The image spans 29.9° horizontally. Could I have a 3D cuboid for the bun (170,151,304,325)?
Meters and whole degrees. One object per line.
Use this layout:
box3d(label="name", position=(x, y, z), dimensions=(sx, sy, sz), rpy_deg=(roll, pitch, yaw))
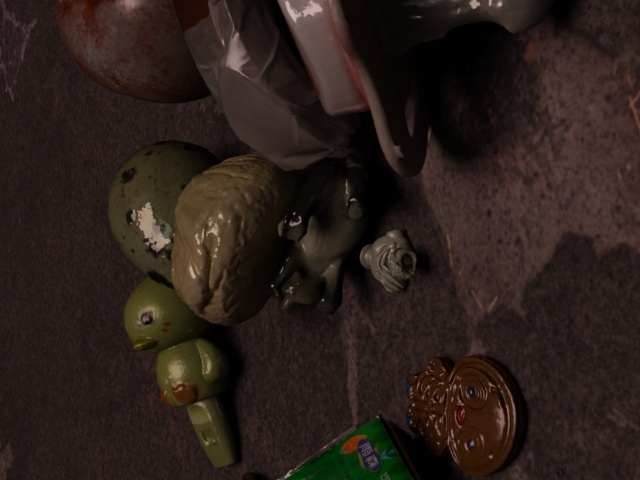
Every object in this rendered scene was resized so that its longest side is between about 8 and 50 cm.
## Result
box3d(label="bun", position=(-0.109, -0.005, 1.427), dimensions=(0.134, 0.220, 0.220), rpy_deg=(23, 115, 13))

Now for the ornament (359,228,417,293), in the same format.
box3d(label="ornament", position=(0.079, 0.023, 1.319), dimensions=(0.092, 0.041, 0.068), rpy_deg=(138, 129, -59))

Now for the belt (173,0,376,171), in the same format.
box3d(label="belt", position=(-0.041, -0.250, 1.325), dimensions=(0.122, 0.217, 0.338), rpy_deg=(-17, 92, 54))

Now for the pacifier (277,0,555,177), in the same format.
box3d(label="pacifier", position=(0.075, -0.217, 1.154), dimensions=(0.273, 0.220, 0.332), rpy_deg=(22, 148, 41))

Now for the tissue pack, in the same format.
box3d(label="tissue pack", position=(0.077, 0.320, 1.254), dimensions=(0.148, 0.156, 0.209), rpy_deg=(-37, 52, 8))

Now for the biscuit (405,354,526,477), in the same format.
box3d(label="biscuit", position=(0.144, 0.179, 1.237), dimensions=(0.175, 0.026, 0.124), rpy_deg=(0, 90, 55))

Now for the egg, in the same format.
box3d(label="egg", position=(-0.188, -0.029, 1.582), dimensions=(0.177, 0.177, 0.228), rpy_deg=(-60, 40, 37))

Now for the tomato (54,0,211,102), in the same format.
box3d(label="tomato", position=(-0.197, -0.328, 1.500), dimensions=(0.317, 0.283, 0.316), rpy_deg=(-6, 83, 54))

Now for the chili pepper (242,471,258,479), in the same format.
box3d(label="chili pepper", position=(-0.049, 0.372, 1.434), dimensions=(0.134, 0.131, 0.338), rpy_deg=(-58, 44, 26))

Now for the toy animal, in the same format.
box3d(label="toy animal", position=(0.000, 0.000, 1.375), dimensions=(0.121, 0.094, 0.225), rpy_deg=(-67, -6, -55))

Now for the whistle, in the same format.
box3d(label="whistle", position=(-0.193, 0.167, 1.635), dimensions=(0.141, 0.141, 0.294), rpy_deg=(-29, 67, 52))
